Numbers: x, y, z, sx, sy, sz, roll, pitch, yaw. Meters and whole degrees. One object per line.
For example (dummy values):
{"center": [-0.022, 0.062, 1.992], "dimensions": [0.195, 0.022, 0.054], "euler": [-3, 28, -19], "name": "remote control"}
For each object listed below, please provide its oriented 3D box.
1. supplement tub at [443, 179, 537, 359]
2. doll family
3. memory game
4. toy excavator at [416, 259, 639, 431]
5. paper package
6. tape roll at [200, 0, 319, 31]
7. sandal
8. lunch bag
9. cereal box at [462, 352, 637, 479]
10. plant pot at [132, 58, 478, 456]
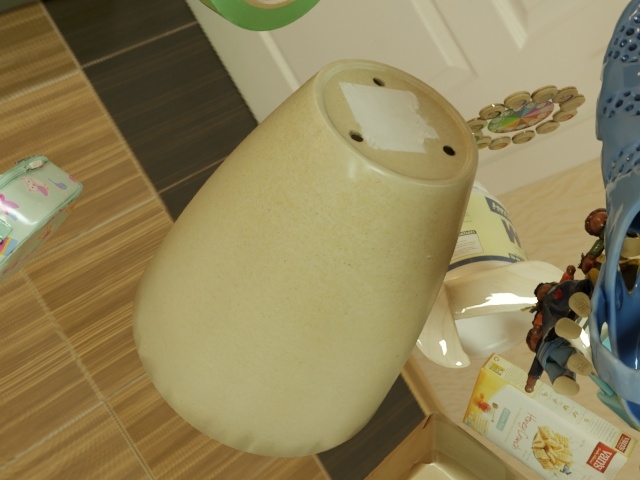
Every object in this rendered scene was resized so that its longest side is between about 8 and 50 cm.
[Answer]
{"center": [0.279, 0.043, 1.331], "dimensions": [0.236, 0.235, 0.324], "euler": [20, 36, -21], "name": "supplement tub"}
{"center": [0.232, 0.051, 0.602], "dimensions": [0.076, 0.111, 0.193], "euler": [40, 97, -9], "name": "doll family"}
{"center": [0.294, -0.175, 0.995], "dimensions": [0.186, 0.186, 0.012], "euler": [-4, 71, -27], "name": "memory game"}
{"center": [0.397, 0.121, 0.906], "dimensions": [0.433, 0.222, 0.445], "euler": [-41, 82, 1], "name": "toy excavator"}
{"center": [0.216, 0.501, 1.103], "dimensions": [0.325, 0.168, 0.309], "euler": [38, 108, 0], "name": "paper package"}
{"center": [-0.082, -0.507, 1.099], "dimensions": [0.321, 0.321, 0.077], "euler": [-30, 55, -28], "name": "tape roll"}
{"center": [0.230, -0.018, 0.425], "dimensions": [0.138, 0.126, 0.317], "euler": [9, 78, -52], "name": "sandal"}
{"center": [-0.505, -0.008, 1.055], "dimensions": [0.108, 0.224, 0.279], "euler": [43, 104, -11], "name": "lunch bag"}
{"center": [0.351, 0.302, 1.074], "dimensions": [0.240, 0.173, 0.047], "euler": [31, 52, 27], "name": "cereal box"}
{"center": [0.000, 0.000, 0.554], "dimensions": [0.257, 0.274, 0.256], "euler": [15, 47, -16], "name": "plant pot"}
